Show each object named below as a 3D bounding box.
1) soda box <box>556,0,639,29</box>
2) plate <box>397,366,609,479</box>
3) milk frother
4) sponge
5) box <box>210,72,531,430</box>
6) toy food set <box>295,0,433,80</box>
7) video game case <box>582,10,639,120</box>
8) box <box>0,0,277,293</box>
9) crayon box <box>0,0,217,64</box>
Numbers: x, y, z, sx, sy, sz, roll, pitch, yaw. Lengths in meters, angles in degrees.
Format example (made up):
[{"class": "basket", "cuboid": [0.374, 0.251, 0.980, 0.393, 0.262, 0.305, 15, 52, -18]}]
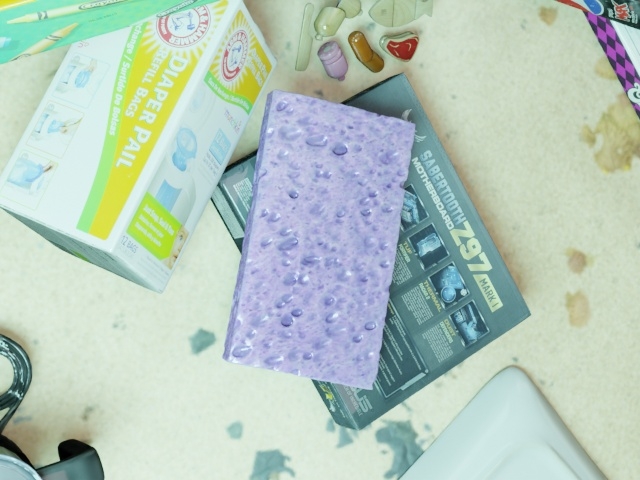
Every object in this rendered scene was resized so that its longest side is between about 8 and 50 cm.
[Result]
[{"class": "soda box", "cuboid": [0.227, -0.233, 1.008, 0.169, 0.053, 0.060, 20, 81, 4]}, {"class": "plate", "cuboid": [0.163, 0.296, 1.004, 0.277, 0.045, 0.278, -43, 102, -15]}, {"class": "milk frother", "cuboid": [-0.234, 0.143, 0.817, 0.129, 0.135, 0.143, -37, 100, -18]}, {"class": "sponge", "cuboid": [0.000, 0.000, 0.897, 0.117, 0.031, 0.210, 11, 84, -17]}, {"class": "box", "cuboid": [0.040, 0.008, 0.960, 0.183, 0.059, 0.232, -32, 98, -18]}, {"class": "toy food set", "cuboid": [0.033, -0.168, 0.973, 0.122, 0.019, 0.078, -4, 117, -30]}, {"class": "video game case", "cuboid": [0.377, -0.169, 1.094, 0.210, 0.042, 0.232, -33, 99, -16]}, {"class": "box", "cuboid": [-0.129, -0.083, 0.855, 0.103, 0.114, 0.203, 22, 78, 18]}, {"class": "crayon box", "cuboid": [-0.142, -0.232, 0.786, 0.278, 0.081, 0.165, -16, 78, 0]}]
